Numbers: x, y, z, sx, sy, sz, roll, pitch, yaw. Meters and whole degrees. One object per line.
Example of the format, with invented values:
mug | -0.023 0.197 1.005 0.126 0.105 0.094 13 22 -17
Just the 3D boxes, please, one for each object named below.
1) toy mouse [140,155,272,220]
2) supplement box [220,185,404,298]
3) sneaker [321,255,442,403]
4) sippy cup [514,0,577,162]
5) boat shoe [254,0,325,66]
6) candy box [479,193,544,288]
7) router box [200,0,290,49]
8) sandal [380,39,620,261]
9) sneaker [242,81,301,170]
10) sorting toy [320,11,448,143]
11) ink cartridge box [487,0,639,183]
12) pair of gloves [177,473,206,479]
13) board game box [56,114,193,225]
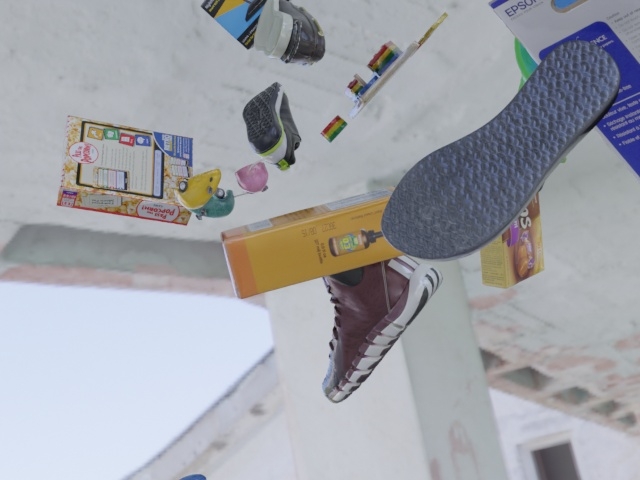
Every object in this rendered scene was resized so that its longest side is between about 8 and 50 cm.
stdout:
toy mouse | -0.108 -0.056 1.120 0.161 0.031 0.143 -25 -14 20
supplement box | 0.000 0.000 1.144 0.233 0.078 0.080 -14 11 -5
sneaker | 0.039 0.095 1.318 0.281 0.162 0.106 -56 -7 34
sippy cup | 0.414 -0.249 1.257 0.305 0.240 0.224 -16 -28 36
boat shoe | -0.044 -0.286 1.298 0.069 0.228 0.081 14 -70 -16
candy box | 0.300 -0.029 1.493 0.109 0.186 0.053 -19 19 -40
router box | -0.136 -0.498 1.903 0.179 0.133 0.046 -47 5 20
sandal | 0.168 -0.069 0.845 0.254 0.097 0.054 -40 -18 2
sneaker | -0.083 -0.198 1.697 0.084 0.234 0.097 -31 -59 21
sorting toy | 0.097 -0.280 1.546 0.274 0.046 0.132 -47 2 -7
ink cartridge box | 0.343 -0.145 0.891 0.371 0.069 0.176 41 -40 -24
pair of gloves | -0.187 0.371 1.155 0.159 0.023 0.198 2 -67 -25
board game box | -0.288 -0.105 1.402 0.193 0.146 0.045 10 -40 -19
